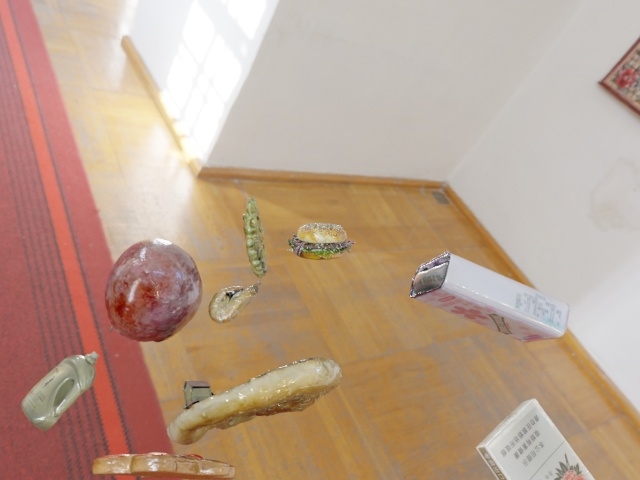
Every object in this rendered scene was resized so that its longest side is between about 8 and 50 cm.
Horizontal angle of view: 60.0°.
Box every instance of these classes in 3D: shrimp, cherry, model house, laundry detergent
[{"bbox_3d":[-0.156,0.102,0.994,0.059,0.023,0.108,39,73,21],"label":"shrimp"},{"bbox_3d":[-0.307,0.089,1.017,0.175,0.250,0.192,36,67,2],"label":"cherry"},{"bbox_3d":[-0.281,0.359,1.294,0.083,0.057,0.058,12,49,-42],"label":"model house"},{"bbox_3d":[-0.786,0.448,1.711,0.253,0.091,0.181,-47,36,-19],"label":"laundry detergent"}]

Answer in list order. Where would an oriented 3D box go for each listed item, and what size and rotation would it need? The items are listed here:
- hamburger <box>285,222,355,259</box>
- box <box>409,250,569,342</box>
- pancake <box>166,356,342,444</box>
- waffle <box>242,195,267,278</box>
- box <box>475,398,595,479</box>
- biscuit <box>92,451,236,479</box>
[{"bbox_3d":[-0.004,0.000,1.523,0.189,0.093,0.164,3,7,17],"label":"hamburger"},{"bbox_3d":[0.432,0.151,1.444,0.369,0.190,0.112,24,68,-11],"label":"box"},{"bbox_3d":[-0.129,0.332,1.134,0.387,0.387,0.082,-3,66,-38],"label":"pancake"},{"bbox_3d":[-0.201,0.002,1.693,0.054,0.223,0.204,-9,57,0],"label":"waffle"},{"bbox_3d":[0.290,0.308,0.683,0.109,0.029,0.198,-28,77,-31],"label":"box"},{"bbox_3d":[-0.223,0.351,0.866,0.250,0.165,0.036,39,45,-52],"label":"biscuit"}]
